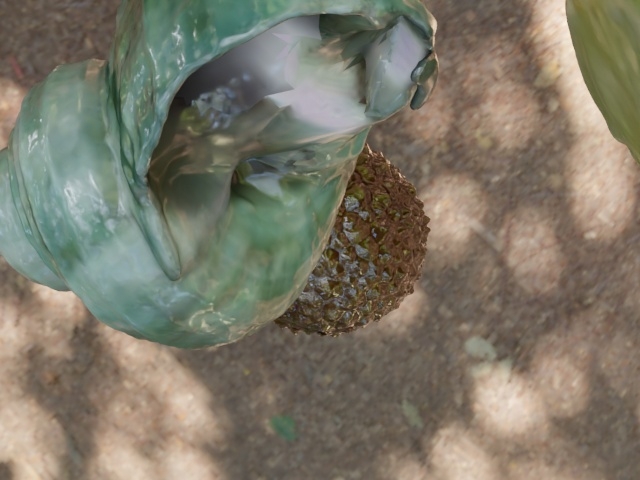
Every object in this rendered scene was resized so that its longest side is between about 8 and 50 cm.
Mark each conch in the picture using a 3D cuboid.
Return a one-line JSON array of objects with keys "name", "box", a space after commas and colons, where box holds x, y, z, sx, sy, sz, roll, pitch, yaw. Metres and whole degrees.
[{"name": "conch", "box": [-0.056, -0.047, 0.592, 0.277, 0.220, 0.195, -16, 93, 24]}]

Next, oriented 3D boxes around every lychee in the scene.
[{"name": "lychee", "box": [0.000, 0.000, 1.138, 0.200, 0.200, 0.238, 5, 145, 31]}]

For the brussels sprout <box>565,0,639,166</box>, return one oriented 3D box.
[{"name": "brussels sprout", "box": [0.264, -0.149, 0.506, 0.344, 0.268, 0.344, -2, 115, -4]}]
